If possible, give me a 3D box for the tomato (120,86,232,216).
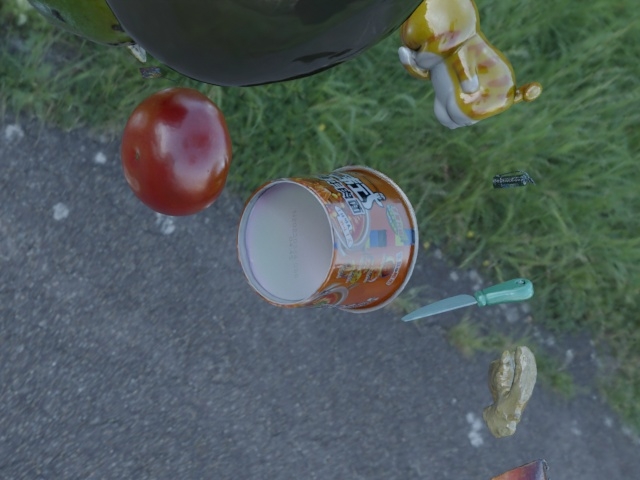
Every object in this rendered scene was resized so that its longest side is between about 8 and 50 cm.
[{"bbox_3d":[-0.220,-0.132,1.232,0.136,0.195,0.195,-13,72,-40],"label":"tomato"}]

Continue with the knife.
[{"bbox_3d":[0.282,0.116,1.592,0.063,0.261,0.034,-91,168,-68],"label":"knife"}]

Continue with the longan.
[{"bbox_3d":[-0.032,-0.200,0.437,0.248,0.248,0.248,17,56,-26],"label":"longan"}]

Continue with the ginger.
[{"bbox_3d":[0.301,0.249,1.362,0.065,0.258,0.149,19,84,4],"label":"ginger"}]

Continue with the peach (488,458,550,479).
[{"bbox_3d":[0.313,0.497,1.397,0.189,0.279,0.068,32,5,-28],"label":"peach"}]

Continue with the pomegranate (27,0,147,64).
[{"bbox_3d":[-0.291,-0.371,1.064,0.291,0.323,0.290,15,58,-26],"label":"pomegranate"}]

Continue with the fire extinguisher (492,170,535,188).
[{"bbox_3d":[0.396,-0.124,1.679,0.025,0.083,0.038,-53,132,-48],"label":"fire extinguisher"}]

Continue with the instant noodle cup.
[{"bbox_3d":[0.000,0.000,1.300,0.192,0.250,0.250,-2,65,-53],"label":"instant noodle cup"}]

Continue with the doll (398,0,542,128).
[{"bbox_3d":[0.241,-0.321,1.451,0.162,0.167,0.269,-41,103,-12],"label":"doll"}]

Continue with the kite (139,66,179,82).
[{"bbox_3d":[-0.289,-0.300,1.476,0.078,0.044,0.002,3,66,-21],"label":"kite"}]
